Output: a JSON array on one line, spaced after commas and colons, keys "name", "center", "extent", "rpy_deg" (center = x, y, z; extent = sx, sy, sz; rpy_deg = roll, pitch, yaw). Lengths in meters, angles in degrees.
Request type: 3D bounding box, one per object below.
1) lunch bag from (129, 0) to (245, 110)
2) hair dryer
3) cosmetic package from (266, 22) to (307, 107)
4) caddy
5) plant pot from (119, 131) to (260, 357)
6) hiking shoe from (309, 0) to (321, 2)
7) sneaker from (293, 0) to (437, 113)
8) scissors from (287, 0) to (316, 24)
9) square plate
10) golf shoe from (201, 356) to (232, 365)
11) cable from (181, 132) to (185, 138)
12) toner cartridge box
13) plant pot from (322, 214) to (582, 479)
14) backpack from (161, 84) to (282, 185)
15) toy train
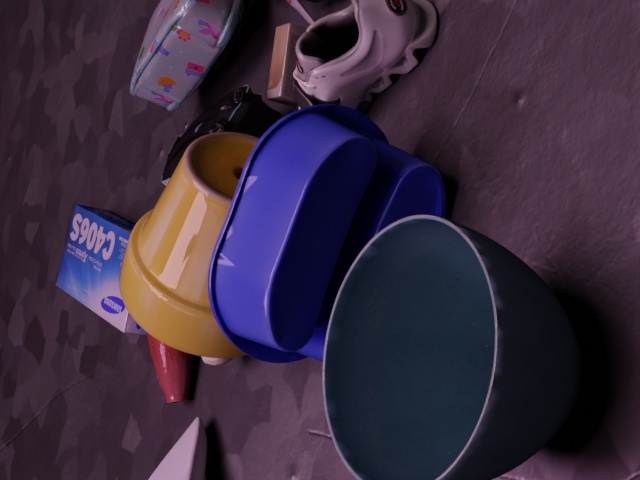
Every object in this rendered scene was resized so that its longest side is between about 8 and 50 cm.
[{"name": "lunch bag", "center": [-0.213, -0.369, 2.153], "extent": [0.279, 0.108, 0.224], "rpy_deg": [-45, 26, 46]}, {"name": "hair dryer", "center": [-0.246, 0.133, 2.030], "extent": [0.224, 0.080, 0.294], "rpy_deg": [-94, -2, -59]}, {"name": "cosmetic package", "center": [-0.041, -0.263, 1.938], "extent": [0.041, 0.060, 0.115], "rpy_deg": [-4, 76, 55]}, {"name": "caddy", "center": [0.000, 0.000, 1.613], "extent": [0.179, 0.241, 0.341], "rpy_deg": [22, 91, 56]}, {"name": "plant pot", "center": [-0.132, -0.007, 1.779], "extent": [0.254, 0.254, 0.239], "rpy_deg": [-114, 34, -42]}, {"name": "hiking shoe", "center": [0.029, -0.464, 1.889], "extent": [0.114, 0.086, 0.227], "rpy_deg": [10, 98, 49]}, {"name": "sneaker", "center": [0.007, -0.232, 1.780], "extent": [0.330, 0.146, 0.122], "rpy_deg": [-48, 45, 40]}, {"name": "scissors", "center": [-0.055, -0.380, 1.918], "extent": [0.297, 0.021, 0.109], "rpy_deg": [48, 151, 49]}, {"name": "square plate", "center": [-0.260, 0.499, 1.970], "extent": [0.344, 0.049, 0.347], "rpy_deg": [-54, 21, 34]}, {"name": "golf shoe", "center": [-0.168, 0.057, 1.992], "extent": [0.140, 0.115, 0.306], "rpy_deg": [105, 164, -45]}, {"name": "cable", "center": [-0.190, -0.143, 2.152], "extent": [0.184, 0.047, 0.151], "rpy_deg": [-32, 49, 52]}, {"name": "toner cartridge box", "center": [-0.371, 0.049, 2.331], "extent": [0.348, 0.075, 0.165], "rpy_deg": [21, 99, 57]}, {"name": "plant pot", "center": [0.163, 0.131, 1.373], "extent": [0.290, 0.195, 0.290], "rpy_deg": [-23, 62, 52]}, {"name": "backpack", "center": [-0.149, -0.126, 1.956], "extent": [0.188, 0.144, 0.166], "rpy_deg": [-21, 34, 45]}, {"name": "toy train", "center": [-0.146, -0.352, 2.158], "extent": [0.158, 0.027, 0.036], "rpy_deg": [-59, 34, 27]}]
